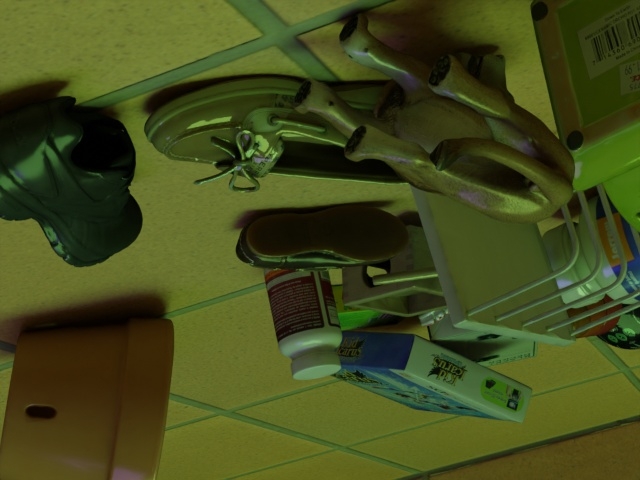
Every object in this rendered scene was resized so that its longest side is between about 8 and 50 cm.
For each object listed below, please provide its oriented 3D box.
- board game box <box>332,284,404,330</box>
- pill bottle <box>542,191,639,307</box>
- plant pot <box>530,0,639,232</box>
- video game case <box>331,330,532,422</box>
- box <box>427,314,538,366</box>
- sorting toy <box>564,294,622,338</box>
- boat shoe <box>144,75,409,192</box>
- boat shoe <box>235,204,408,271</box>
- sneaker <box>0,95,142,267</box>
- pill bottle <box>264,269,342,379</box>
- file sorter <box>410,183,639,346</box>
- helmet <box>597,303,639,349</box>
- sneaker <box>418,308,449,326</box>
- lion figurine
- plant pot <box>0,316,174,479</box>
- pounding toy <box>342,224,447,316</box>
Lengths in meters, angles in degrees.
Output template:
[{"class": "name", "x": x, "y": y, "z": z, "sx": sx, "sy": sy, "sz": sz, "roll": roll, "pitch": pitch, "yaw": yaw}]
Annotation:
[{"class": "board game box", "x": 0.042, "y": 0.097, "z": 2.073, "sx": 0.181, "sy": 0.043, "sz": 0.092, "roll": -5, "pitch": 160, "yaw": -22}, {"class": "pill bottle", "x": 0.428, "y": -0.007, "z": 1.840, "sx": 0.272, "sy": 0.152, "sz": 0.152, "roll": -23, "pitch": 159, "yaw": 30}, {"class": "plant pot", "x": 0.320, "y": -0.149, "z": 1.252, "sx": 0.228, "sy": 0.227, "sz": 0.207, "roll": -27, "pitch": 150, "yaw": 37}, {"class": "video game case", "x": 0.141, "y": 0.205, "z": 2.176, "sx": 0.244, "sy": 0.061, "sz": 0.269, "roll": 27, "pitch": 164, "yaw": -31}, {"class": "box", "x": 0.246, "y": 0.125, "z": 2.180, "sx": 0.169, "sy": 0.087, "sz": 0.290, "roll": -13, "pitch": 163, "yaw": 3}, {"class": "sorting toy", "x": 0.435, "y": 0.086, "z": 1.932, "sx": 0.365, "sy": 0.127, "sz": 0.126, "roll": -13, "pitch": -164, "yaw": 42}, {"class": "boat shoe", "x": -0.026, "y": -0.097, "z": 1.377, "sx": 0.285, "sy": 0.089, "sz": 0.104, "roll": -4, "pitch": 161, "yaw": -22}, {"class": "boat shoe", "x": 0.000, "y": 0.000, "z": 1.722, "sx": 0.207, "sy": 0.073, "sz": 0.073, "roll": 2, "pitch": 160, "yaw": -17}, {"class": "sneaker", "x": -0.223, "y": -0.056, "z": 1.365, "sx": 0.130, "sy": 0.109, "sz": 0.286, "roll": -23, "pitch": 162, "yaw": 10}, {"class": "pill bottle", "x": -0.020, "y": 0.101, "z": 1.869, "sx": 0.086, "sy": 0.152, "sz": 0.086, "roll": -11, "pitch": 161, "yaw": -4}, {"class": "file sorter", "x": 0.269, "y": -0.003, "z": 1.692, "sx": 0.173, "sy": 0.193, "sz": 0.277, "roll": -27, "pitch": 157, "yaw": 29}, {"class": "helmet", "x": 0.465, "y": 0.080, "z": 2.133, "sx": 0.161, "sy": 0.169, "sz": 0.169, "roll": 23, "pitch": 144, "yaw": -33}, {"class": "sneaker", "x": 0.187, "y": 0.044, "z": 1.982, "sx": 0.170, "sy": 0.075, "sz": 0.063, "roll": -40, "pitch": 180, "yaw": 16}, {"class": "lion figurine", "x": 0.126, "y": -0.082, "z": 1.228, "sx": 0.240, "sy": 0.392, "sz": 0.142, "roll": 29, "pitch": 104, "yaw": -23}, {"class": "plant pot", "x": -0.321, "y": 0.236, "z": 1.931, "sx": 0.203, "sy": 0.291, "sz": 0.291, "roll": 9, "pitch": 158, "yaw": -9}, {"class": "pounding toy", "x": 0.123, "y": 0.024, "z": 1.807, "sx": 0.181, "sy": 0.094, "sz": 0.206, "roll": 13, "pitch": 159, "yaw": -42}]
